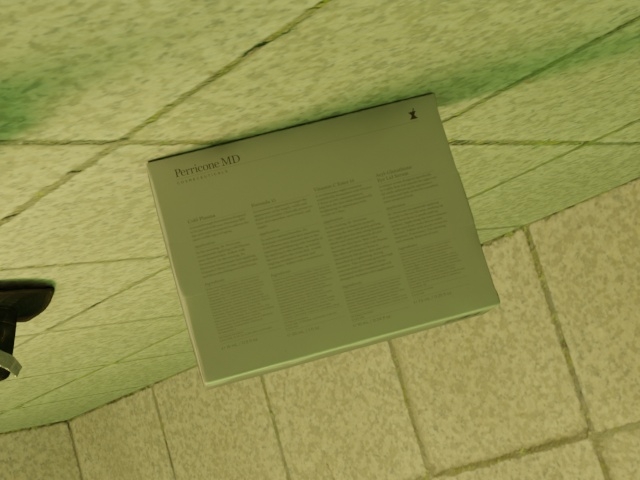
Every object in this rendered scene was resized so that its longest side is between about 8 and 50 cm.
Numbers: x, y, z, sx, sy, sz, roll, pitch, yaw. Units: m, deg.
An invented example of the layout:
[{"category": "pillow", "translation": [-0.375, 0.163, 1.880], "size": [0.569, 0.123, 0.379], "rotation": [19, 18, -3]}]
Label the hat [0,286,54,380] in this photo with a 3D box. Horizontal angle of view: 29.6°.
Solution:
[{"category": "hat", "translation": [-0.574, 0.172, 1.962], "size": [0.331, 0.134, 0.331], "rotation": [-16, 169, -3]}]

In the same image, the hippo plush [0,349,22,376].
[{"category": "hippo plush", "translation": [-0.459, 0.075, 1.247], "size": [0.236, 0.294, 0.234], "rotation": [-36, -167, 46]}]

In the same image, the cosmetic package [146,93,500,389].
[{"category": "cosmetic package", "translation": [0.000, 0.000, 1.515], "size": [0.377, 0.284, 0.097], "rotation": [-14, 171, -8]}]
